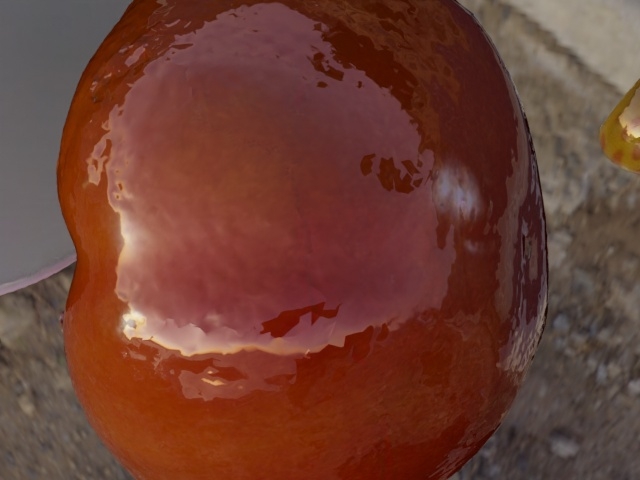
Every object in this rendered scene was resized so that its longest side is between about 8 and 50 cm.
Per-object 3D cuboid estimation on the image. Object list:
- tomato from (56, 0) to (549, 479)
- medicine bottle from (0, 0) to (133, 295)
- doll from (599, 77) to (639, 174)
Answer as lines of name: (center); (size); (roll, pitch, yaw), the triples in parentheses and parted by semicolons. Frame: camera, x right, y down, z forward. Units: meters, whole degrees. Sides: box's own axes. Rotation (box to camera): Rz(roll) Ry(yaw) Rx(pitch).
tomato: (-0.001, 0.002, 0.726); (0.180, 0.260, 0.259); (-3, 68, 19)
medicine bottle: (-0.218, -0.111, 0.879); (0.253, 0.241, 0.252); (-5, 101, -27)
doll: (0.440, -0.097, 1.974); (0.269, 0.162, 0.166); (46, 73, -8)
